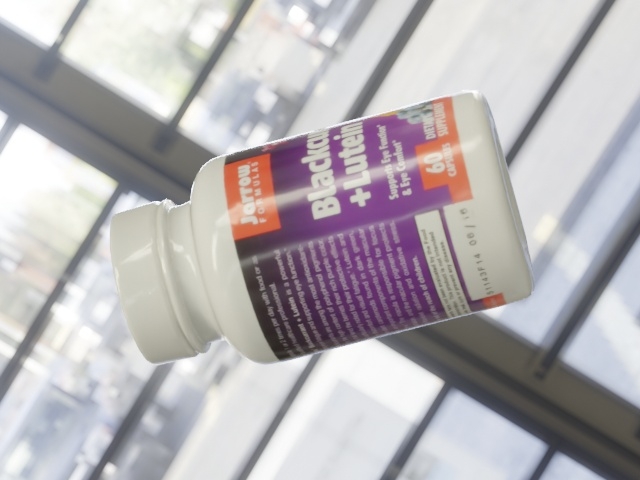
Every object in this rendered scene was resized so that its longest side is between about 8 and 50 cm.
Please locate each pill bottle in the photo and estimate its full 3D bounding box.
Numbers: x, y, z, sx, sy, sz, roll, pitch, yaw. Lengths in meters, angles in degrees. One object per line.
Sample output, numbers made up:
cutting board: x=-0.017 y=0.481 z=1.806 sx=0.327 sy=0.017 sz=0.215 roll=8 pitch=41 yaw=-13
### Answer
pill bottle: x=0.000 y=0.000 z=0.969 sx=0.193 sy=0.108 sz=0.108 roll=-15 pitch=14 yaw=7
